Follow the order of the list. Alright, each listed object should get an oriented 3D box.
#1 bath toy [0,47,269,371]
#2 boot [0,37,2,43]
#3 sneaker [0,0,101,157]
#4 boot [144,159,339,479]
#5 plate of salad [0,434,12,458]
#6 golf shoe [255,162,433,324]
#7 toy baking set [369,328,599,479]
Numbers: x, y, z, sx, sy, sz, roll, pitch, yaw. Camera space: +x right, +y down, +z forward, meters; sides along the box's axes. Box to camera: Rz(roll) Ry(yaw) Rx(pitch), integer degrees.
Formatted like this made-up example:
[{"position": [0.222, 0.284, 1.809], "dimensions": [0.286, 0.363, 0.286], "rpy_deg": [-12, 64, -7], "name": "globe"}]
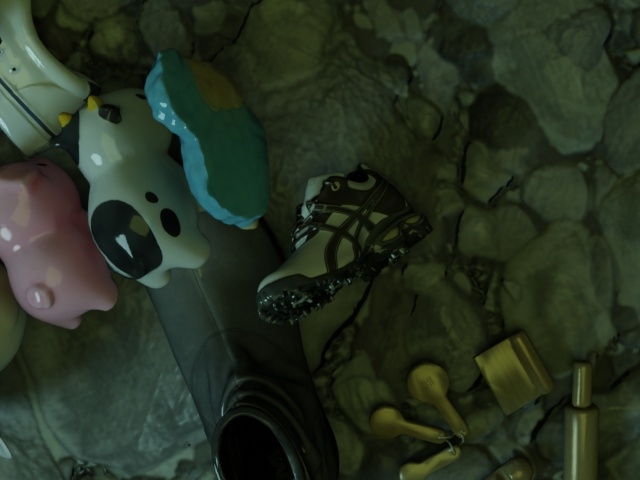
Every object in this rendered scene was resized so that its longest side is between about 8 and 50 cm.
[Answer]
[{"position": [-0.206, -0.014, 1.312], "dimensions": [0.348, 0.151, 0.129], "rpy_deg": [-31, 140, 27], "name": "bath toy"}, {"position": [-0.351, -0.169, 1.255], "dimensions": [0.197, 0.073, 0.152], "rpy_deg": [-29, 113, 2], "name": "boot"}, {"position": [-0.276, -0.188, 1.343], "dimensions": [0.091, 0.094, 0.258], "rpy_deg": [-40, 109, -6], "name": "sneaker"}, {"position": [-0.060, 0.104, 1.338], "dimensions": [0.118, 0.222, 0.338], "rpy_deg": [-26, 102, 5], "name": "boot"}, {"position": [-0.323, 0.111, 1.347], "dimensions": [0.200, 0.200, 0.048], "rpy_deg": [46, 71, -11], "name": "plate of salad"}, {"position": [0.000, 0.000, 1.353], "dimensions": [0.077, 0.198, 0.094], "rpy_deg": [-39, 84, 39], "name": "golf shoe"}, {"position": [0.143, 0.201, 1.469], "dimensions": [0.197, 0.030, 0.256], "rpy_deg": [-5, 102, 2], "name": "toy baking set"}]
